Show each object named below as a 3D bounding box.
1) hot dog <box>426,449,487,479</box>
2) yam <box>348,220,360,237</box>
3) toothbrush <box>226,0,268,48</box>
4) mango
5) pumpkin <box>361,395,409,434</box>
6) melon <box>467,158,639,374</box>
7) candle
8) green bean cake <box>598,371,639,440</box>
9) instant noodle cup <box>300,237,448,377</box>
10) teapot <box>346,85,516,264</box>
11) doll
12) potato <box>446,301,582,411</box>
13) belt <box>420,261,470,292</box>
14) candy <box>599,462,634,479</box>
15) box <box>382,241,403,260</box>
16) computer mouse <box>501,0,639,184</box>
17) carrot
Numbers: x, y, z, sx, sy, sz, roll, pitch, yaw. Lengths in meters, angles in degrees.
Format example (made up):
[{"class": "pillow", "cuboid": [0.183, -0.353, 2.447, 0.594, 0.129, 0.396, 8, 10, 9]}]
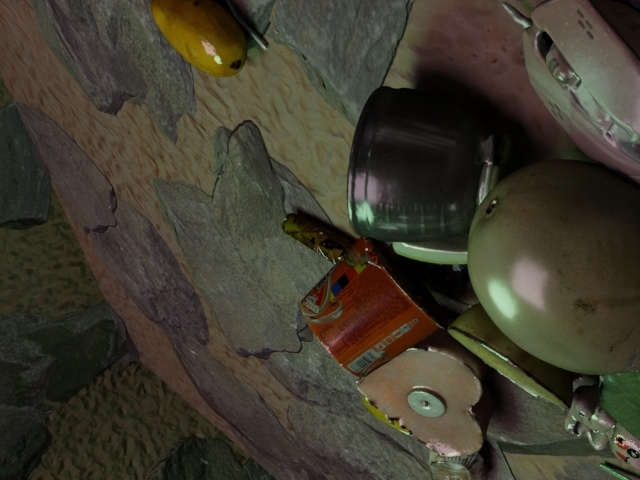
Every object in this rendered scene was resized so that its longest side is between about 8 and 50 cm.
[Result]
[{"class": "hot dog", "cuboid": [0.322, 0.541, 1.910, 0.144, 0.075, 0.268, 4, 145, 10]}, {"class": "yam", "cuboid": [0.108, -0.089, 1.524, 0.066, 0.066, 0.300, 45, 154, 11]}, {"class": "toothbrush", "cuboid": [-0.155, -0.431, 1.555, 0.162, 0.014, 0.017, 48, 139, 6]}, {"class": "mango", "cuboid": [-0.236, -0.416, 1.600, 0.262, 0.109, 0.157, 43, 164, 32]}, {"class": "pumpkin", "cuboid": [0.215, 0.386, 1.914, 0.217, 0.110, 0.217, 23, 146, 17]}, {"class": "melon", "cuboid": [0.353, 0.040, 1.080, 0.330, 0.269, 0.268, 30, 157, -15]}, {"class": "candle", "cuboid": [0.223, 0.301, 1.696, 0.287, 0.131, 0.317, 1, 125, 25]}, {"class": "green bean cake", "cuboid": [0.533, 0.227, 1.199, 0.227, 0.125, 0.223, 33, 150, 35]}, {"class": "instant noodle cup", "cuboid": [0.095, 0.129, 1.549, 0.250, 0.192, 0.250, 47, -169, -12]}, {"class": "teapot", "cuboid": [0.178, -0.067, 1.251, 0.239, 0.239, 0.322, 12, 119, 20]}, {"class": "doll", "cuboid": [0.513, 0.321, 1.377, 0.192, 0.095, 0.149, 33, 154, 28]}, {"class": "potato", "cuboid": [0.352, 0.186, 1.400, 0.239, 0.116, 0.299, 41, 177, -1]}, {"class": "belt", "cuboid": [0.237, 0.035, 1.486, 0.105, 0.058, 0.140, 48, 157, 17]}, {"class": "candy", "cuboid": [0.610, 0.461, 1.448, 0.073, 0.077, 0.262, 42, 170, -32]}, {"class": "box", "cuboid": [0.166, -0.005, 1.488, 0.037, 0.105, 0.105, 56, 154, 12]}, {"class": "computer mouse", "cuboid": [0.359, -0.179, 0.975, 0.389, 0.115, 0.200, 41, 148, 17]}, {"class": "carrot", "cuboid": [0.000, 0.000, 1.797, 0.228, 0.069, 0.069, 30, 146, 37]}]
